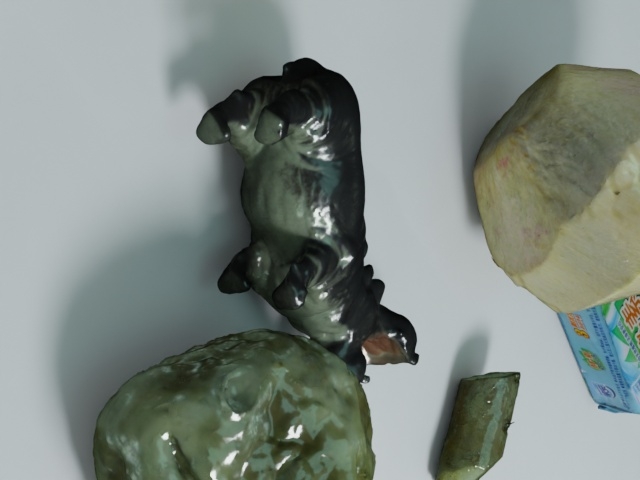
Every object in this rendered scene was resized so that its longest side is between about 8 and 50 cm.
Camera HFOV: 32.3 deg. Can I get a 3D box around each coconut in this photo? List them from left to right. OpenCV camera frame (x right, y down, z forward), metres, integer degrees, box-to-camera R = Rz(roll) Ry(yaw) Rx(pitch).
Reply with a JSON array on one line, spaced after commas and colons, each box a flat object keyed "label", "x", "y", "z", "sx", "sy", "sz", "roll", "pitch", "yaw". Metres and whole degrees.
[{"label": "coconut", "x": 0.291, "y": -0.049, "z": 1.150, "sx": 0.259, "sy": 0.259, "sz": 0.259, "roll": -9, "pitch": 102, "yaw": -47}]

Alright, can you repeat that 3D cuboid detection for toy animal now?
[{"label": "toy animal", "x": -0.007, "y": 0.014, "z": 0.952, "sx": 0.168, "sy": 0.106, "sz": 0.343, "roll": -49, "pitch": 135, "yaw": -40}]

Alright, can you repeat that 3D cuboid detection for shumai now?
[{"label": "shumai", "x": -0.033, "y": 0.197, "z": 0.837, "sx": 0.225, "sy": 0.222, "sz": 0.261, "roll": -40, "pitch": 129, "yaw": -10}]

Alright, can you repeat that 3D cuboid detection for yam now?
[{"label": "yam", "x": 0.173, "y": 0.206, "z": 1.201, "sx": 0.069, "sy": 0.069, "sz": 0.147, "roll": 26, "pitch": 75, "yaw": -46}]

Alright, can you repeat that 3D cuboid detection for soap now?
[{"label": "soap", "x": 0.372, "y": 0.087, "z": 1.396, "sx": 0.156, "sy": 0.077, "sz": 0.293, "roll": -52, "pitch": 129, "yaw": -30}]
